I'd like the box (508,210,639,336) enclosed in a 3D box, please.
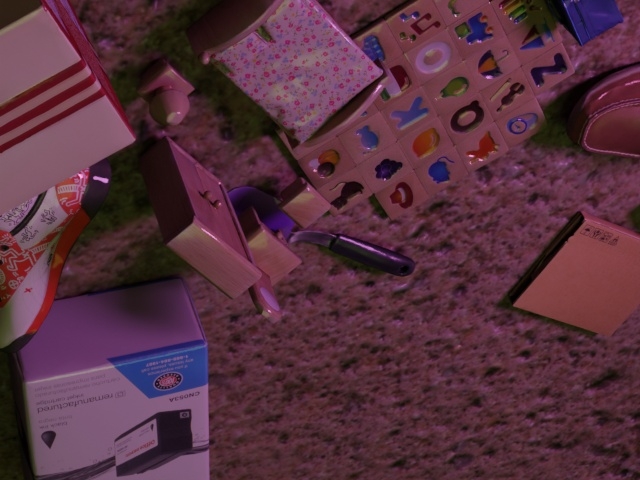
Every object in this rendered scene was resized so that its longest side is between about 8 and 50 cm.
[{"bbox_3d":[0.376,0.050,2.160,0.201,0.021,0.164,18,121,-36],"label":"box"}]

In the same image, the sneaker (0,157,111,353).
[{"bbox_3d":[-0.349,0.000,1.729,0.145,0.090,0.270,14,120,-33],"label":"sneaker"}]

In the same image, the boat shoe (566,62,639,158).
[{"bbox_3d":[0.462,-0.147,1.947,0.324,0.116,0.123,-7,133,-19],"label":"boat shoe"}]

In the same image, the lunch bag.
[{"bbox_3d":[0.292,-0.273,1.786,0.065,0.067,0.098,-33,135,6],"label":"lunch bag"}]

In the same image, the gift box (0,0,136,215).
[{"bbox_3d":[-0.363,-0.177,1.445,0.258,0.255,0.276,-30,142,1],"label":"gift box"}]

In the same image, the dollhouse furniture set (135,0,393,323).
[{"bbox_3d":[-0.008,-0.113,1.701,0.355,0.174,0.303,-38,130,12],"label":"dollhouse furniture set"}]

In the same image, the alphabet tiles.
[{"bbox_3d":[0.127,-0.166,1.851,0.342,0.011,0.285,-31,136,4],"label":"alphabet tiles"}]

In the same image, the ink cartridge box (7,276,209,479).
[{"bbox_3d":[-0.257,0.214,1.939,0.223,0.129,0.307,-12,134,-16],"label":"ink cartridge box"}]

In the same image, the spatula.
[{"bbox_3d":[0.000,0.000,1.931,0.296,0.030,0.084,15,120,-35],"label":"spatula"}]
